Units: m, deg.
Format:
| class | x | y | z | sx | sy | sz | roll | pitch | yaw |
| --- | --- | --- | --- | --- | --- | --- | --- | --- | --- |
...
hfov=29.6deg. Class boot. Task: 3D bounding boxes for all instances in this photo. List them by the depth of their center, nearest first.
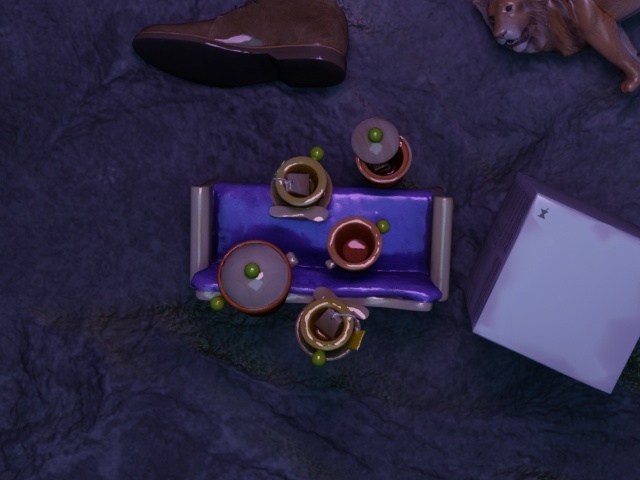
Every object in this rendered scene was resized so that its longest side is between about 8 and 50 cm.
| class | x | y | z | sx | sy | sz | roll | pitch | yaw |
| --- | --- | --- | --- | --- | --- | --- | --- | --- | --- |
| boot | -0.110 | -0.286 | 1.700 | 0.305 | 0.112 | 0.115 | 4 | 70 | 7 |

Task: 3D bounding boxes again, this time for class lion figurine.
| class | x | y | z | sx | sy | sz | roll | pitch | yaw |
| --- | --- | --- | --- | --- | --- | --- | --- | --- | --- |
| lion figurine | 0.408 | -0.344 | 1.580 | 0.392 | 0.142 | 0.240 | -35 | 102 | 31 |

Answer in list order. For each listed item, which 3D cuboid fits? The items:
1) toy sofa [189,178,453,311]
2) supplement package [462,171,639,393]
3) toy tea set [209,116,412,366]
| class | x | y | z | sx | sy | sz | roll | pitch | yaw |
| --- | --- | --- | --- | --- | --- | --- | --- | --- | --- |
| toy sofa | 0.000 | 0.000 | 1.685 | 0.362 | 0.177 | 0.150 | 3 | 100 | 4 |
| supplement package | 0.324 | 0.047 | 1.628 | 0.199 | 0.263 | 0.198 | 24 | 100 | 0 |
| toy tea set | -0.002 | -0.018 | 1.565 | 0.200 | 0.124 | 0.336 | 19 | 77 | 8 |
